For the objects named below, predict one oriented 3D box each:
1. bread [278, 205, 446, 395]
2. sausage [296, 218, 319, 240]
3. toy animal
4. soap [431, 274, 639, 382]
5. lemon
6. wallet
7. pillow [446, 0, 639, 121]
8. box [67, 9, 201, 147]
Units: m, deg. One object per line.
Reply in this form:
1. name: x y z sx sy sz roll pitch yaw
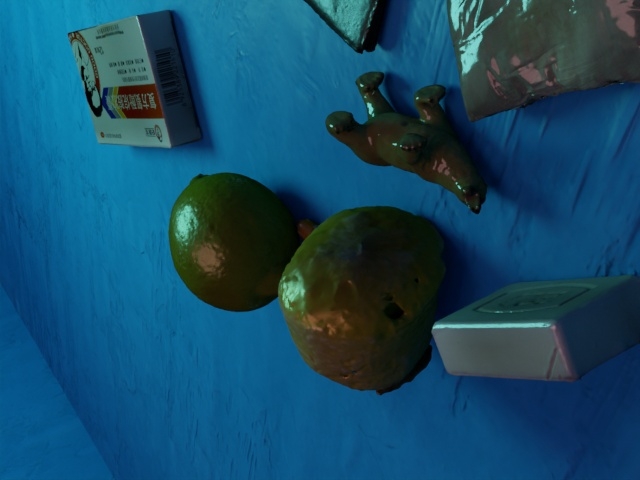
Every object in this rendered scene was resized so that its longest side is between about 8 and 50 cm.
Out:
1. bread: 0.052 0.066 1.103 0.197 0.197 0.170 41 154 41
2. sausage: 0.000 0.000 1.291 0.107 0.031 0.031 41 141 42
3. toy animal: 0.097 -0.102 1.017 0.219 0.103 0.101 23 147 50
4. soap: 0.207 0.083 0.898 0.183 0.121 0.064 -11 99 60
5. lemon: -0.129 -0.003 1.359 0.248 0.184 0.184 48 145 33
6. wallet: -0.002 -0.327 1.089 0.244 0.025 0.124 51 143 33
7. pillow: 0.194 -0.189 0.821 0.230 0.050 0.148 -5 108 57
8. box: -0.328 -0.272 1.646 0.353 0.069 0.214 13 119 59
